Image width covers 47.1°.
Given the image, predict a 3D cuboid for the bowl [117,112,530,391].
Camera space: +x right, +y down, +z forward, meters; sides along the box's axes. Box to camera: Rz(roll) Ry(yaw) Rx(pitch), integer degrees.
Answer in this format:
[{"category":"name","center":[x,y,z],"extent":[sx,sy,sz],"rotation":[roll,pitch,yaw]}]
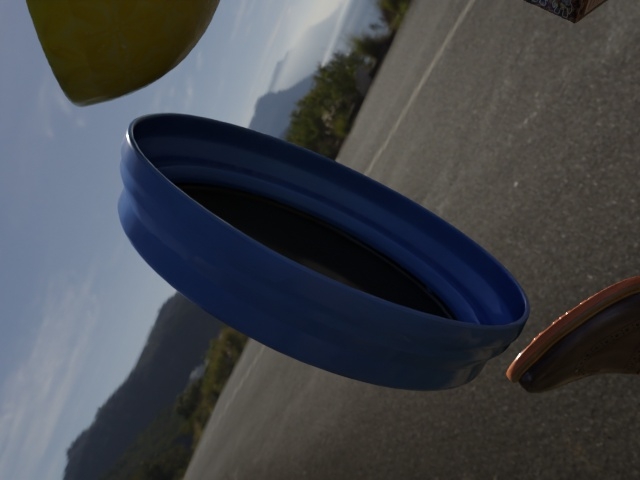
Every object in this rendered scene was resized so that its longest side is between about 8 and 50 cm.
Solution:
[{"category":"bowl","center":[0.000,0.000,0.679],"extent":[0.391,0.391,0.077],"rotation":[-85,19,-73]}]

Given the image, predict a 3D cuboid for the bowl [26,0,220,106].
[{"category":"bowl","center":[-0.131,-0.254,0.549],"extent":[0.289,0.156,0.290],"rotation":[172,90,-83]}]

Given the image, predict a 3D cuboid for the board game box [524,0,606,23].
[{"category":"board game box","center":[0.315,-0.430,0.797],"extent":[0.232,0.141,0.291],"rotation":[-37,-32,-31]}]

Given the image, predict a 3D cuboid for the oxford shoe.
[{"category":"oxford shoe","center":[0.398,0.112,0.853],"extent":[0.130,0.363,0.133],"rotation":[69,178,-64]}]
